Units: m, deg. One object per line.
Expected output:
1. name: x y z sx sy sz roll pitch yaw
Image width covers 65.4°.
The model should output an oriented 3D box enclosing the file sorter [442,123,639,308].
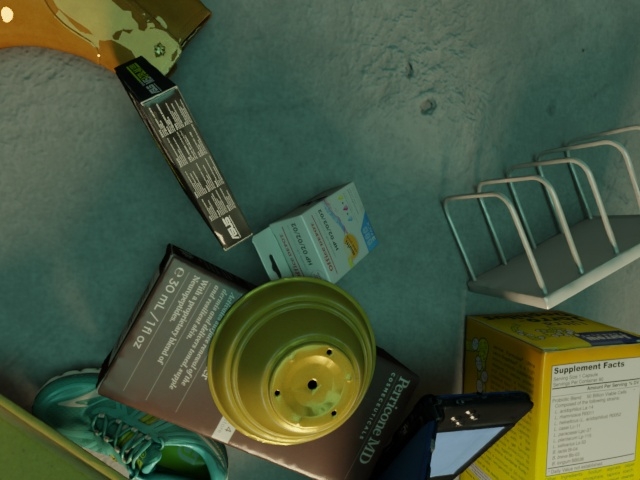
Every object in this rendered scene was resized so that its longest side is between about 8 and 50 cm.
1. file sorter: 0.367 -0.044 0.769 0.278 0.193 0.172 -25 98 -13

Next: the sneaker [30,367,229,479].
1. sneaker: -0.241 0.256 0.660 0.276 0.110 0.106 29 87 -16

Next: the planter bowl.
1. planter bowl: -0.020 0.155 0.585 0.218 0.090 0.216 -1 95 -16

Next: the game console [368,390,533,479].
1. game console: 0.151 0.353 0.675 0.251 0.173 0.293 3 134 -19

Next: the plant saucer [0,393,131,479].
1. plant saucer: -0.408 0.344 0.571 0.333 0.081 0.332 26 80 12

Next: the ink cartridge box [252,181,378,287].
1. ink cartridge box: 0.000 0.000 0.681 0.181 0.062 0.104 -38 107 -50

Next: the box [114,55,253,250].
1. box: -0.161 -0.105 0.581 0.045 0.184 0.190 -30 129 -10

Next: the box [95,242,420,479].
1. box: -0.078 0.178 0.687 0.382 0.143 0.191 29 86 -18

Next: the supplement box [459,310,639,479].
1. supplement box: 0.359 0.308 0.795 0.194 0.195 0.355 0 96 -16

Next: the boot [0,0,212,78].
1. boot: -0.292 -0.250 0.603 0.211 0.104 0.295 44 78 -15
